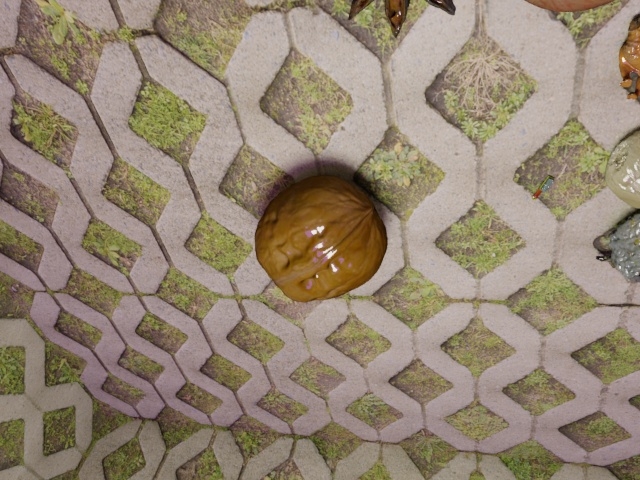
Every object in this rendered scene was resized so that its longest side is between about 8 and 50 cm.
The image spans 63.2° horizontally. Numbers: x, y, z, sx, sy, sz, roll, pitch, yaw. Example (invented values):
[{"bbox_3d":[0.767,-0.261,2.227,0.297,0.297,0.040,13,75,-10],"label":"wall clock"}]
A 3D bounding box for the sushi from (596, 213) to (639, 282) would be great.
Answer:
[{"bbox_3d":[0.863,0.019,1.348,0.184,0.139,0.274,4,140,-18],"label":"sushi"}]

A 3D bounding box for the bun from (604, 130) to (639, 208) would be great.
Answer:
[{"bbox_3d":[0.800,-0.156,1.235,0.221,0.134,0.220,6,135,6],"label":"bun"}]

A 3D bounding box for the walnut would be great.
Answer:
[{"bbox_3d":[0.000,0.000,1.487,0.354,0.307,0.398,38,132,-19],"label":"walnut"}]

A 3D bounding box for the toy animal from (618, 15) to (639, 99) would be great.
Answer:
[{"bbox_3d":[0.732,-0.360,1.115,0.255,0.116,0.114,30,156,-18],"label":"toy animal"}]

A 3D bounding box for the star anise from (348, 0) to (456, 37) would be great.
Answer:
[{"bbox_3d":[0.160,-0.582,1.058,0.332,0.117,0.331,9,141,7],"label":"star anise"}]

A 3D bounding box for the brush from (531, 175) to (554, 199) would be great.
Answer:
[{"bbox_3d":[0.593,-0.136,1.391,0.019,0.021,0.083,20,134,-6],"label":"brush"}]

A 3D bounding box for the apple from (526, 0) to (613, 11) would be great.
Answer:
[{"bbox_3d":[0.427,-0.558,0.868,0.345,0.269,0.344,20,137,19],"label":"apple"}]
